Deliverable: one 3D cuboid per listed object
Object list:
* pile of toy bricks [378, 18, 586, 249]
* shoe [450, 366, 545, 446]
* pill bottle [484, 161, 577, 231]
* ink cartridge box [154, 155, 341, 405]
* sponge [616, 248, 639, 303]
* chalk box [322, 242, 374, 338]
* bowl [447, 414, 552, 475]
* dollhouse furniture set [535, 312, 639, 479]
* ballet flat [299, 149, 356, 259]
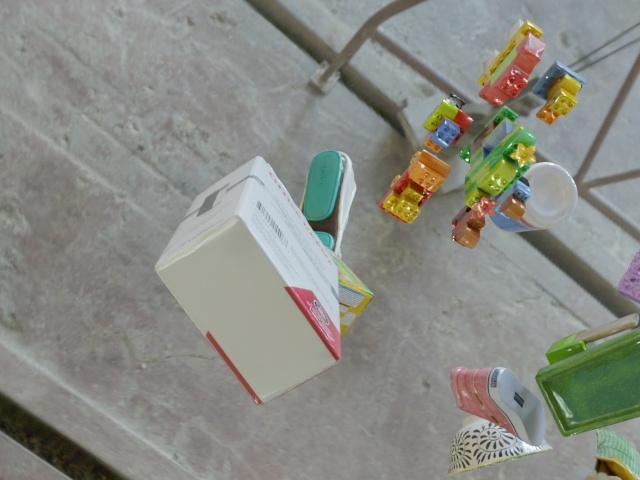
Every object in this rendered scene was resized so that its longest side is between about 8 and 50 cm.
[{"bbox_3d":[0.140,-0.063,0.661,0.118,0.212,0.105,30,35,-11],"label":"pile of toy bricks"},{"bbox_3d":[0.251,0.231,1.121,0.178,0.081,0.063,48,54,-37],"label":"shoe"},{"bbox_3d":[0.390,-0.078,1.545,0.124,0.221,0.124,1,87,-12],"label":"pill bottle"},{"bbox_3d":[-0.072,0.034,0.948,0.114,0.273,0.197,-31,106,11],"label":"ink cartridge box"},{"bbox_3d":[0.529,0.069,1.085,0.117,0.210,0.031,-57,148,-4],"label":"sponge"},{"bbox_3d":[-0.033,0.069,1.422,0.132,0.213,0.132,24,108,-48],"label":"chalk box"},{"bbox_3d":[0.272,0.313,1.259,0.170,0.170,0.080,-5,68,-24],"label":"bowl"},{"bbox_3d":[0.425,0.259,1.034,0.301,0.151,0.198,65,24,5],"label":"dollhouse furniture set"},{"bbox_3d":[0.000,0.000,1.643,0.139,0.139,0.400,26,62,-16],"label":"ballet flat"}]
